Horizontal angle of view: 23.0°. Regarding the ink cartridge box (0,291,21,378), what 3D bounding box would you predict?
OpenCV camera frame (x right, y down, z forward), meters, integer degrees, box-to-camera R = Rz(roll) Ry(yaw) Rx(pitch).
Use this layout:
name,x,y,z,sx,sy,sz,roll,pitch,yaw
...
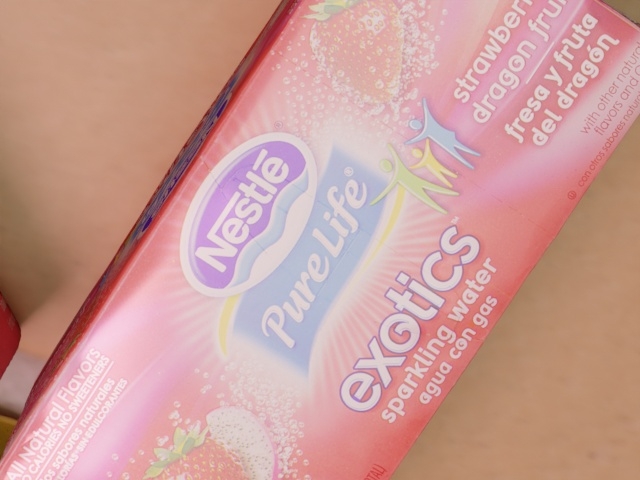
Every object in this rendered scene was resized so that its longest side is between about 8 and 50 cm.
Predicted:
name,x,y,z,sx,sy,sz,roll,pitch,yaw
ink cartridge box,-0.290,-0.025,0.688,0.207,0.117,0.283,-26,101,1

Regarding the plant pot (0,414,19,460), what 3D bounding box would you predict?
name,x,y,z,sx,sy,sz,roll,pitch,yaw
plant pot,-0.162,0.157,0.732,0.134,0.134,0.095,25,113,-8

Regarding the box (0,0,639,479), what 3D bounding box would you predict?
name,x,y,z,sx,sy,sz,roll,pitch,yaw
box,0.000,0.000,0.696,0.142,0.154,0.300,33,97,-9
